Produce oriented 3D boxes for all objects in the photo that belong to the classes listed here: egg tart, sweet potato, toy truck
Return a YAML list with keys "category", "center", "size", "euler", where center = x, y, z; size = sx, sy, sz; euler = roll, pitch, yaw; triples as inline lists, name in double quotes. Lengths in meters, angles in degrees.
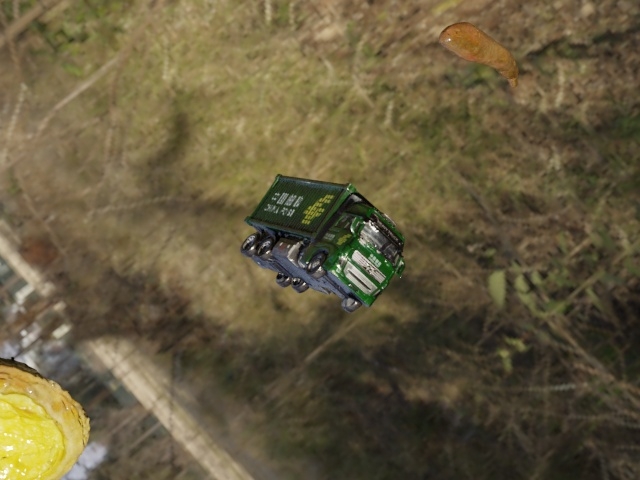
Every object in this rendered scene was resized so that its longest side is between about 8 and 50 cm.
- category: "egg tart"
  center: [-0.328, 0.178, 1.053]
  size: [0.074, 0.191, 0.191]
  euler: [-103, -13, -48]
- category: "sweet potato"
  center: [0.239, -0.266, 1.495]
  size: [0.214, 0.050, 0.050]
  euler: [15, -159, -48]
- category: "toy truck"
  center: [0.000, 0.000, 1.222]
  size: [0.088, 0.121, 0.259]
  euler: [41, 167, -27]
